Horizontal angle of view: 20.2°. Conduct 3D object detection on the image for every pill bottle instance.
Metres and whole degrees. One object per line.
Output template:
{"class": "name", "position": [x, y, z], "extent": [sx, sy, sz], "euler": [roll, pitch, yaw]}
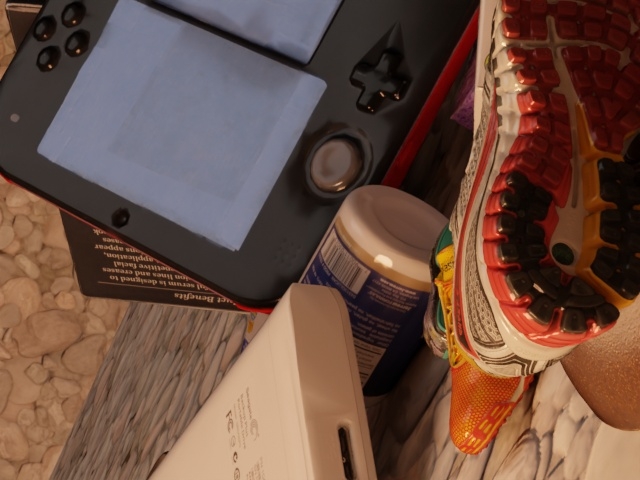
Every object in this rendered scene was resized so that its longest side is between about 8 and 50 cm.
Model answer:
{"class": "pill bottle", "position": [0.023, 0.054, 1.217], "extent": [0.169, 0.094, 0.094], "euler": [-60, 12, 28]}

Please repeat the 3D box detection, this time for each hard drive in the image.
{"class": "hard drive", "position": [-0.057, 0.219, 1.188], "extent": [0.353, 0.047, 0.233], "euler": [126, 143, -48]}

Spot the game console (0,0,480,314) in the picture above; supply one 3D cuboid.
{"class": "game console", "position": [-0.069, -0.147, 1.379], "extent": [0.387, 0.060, 0.342], "euler": [26, 91, 35]}

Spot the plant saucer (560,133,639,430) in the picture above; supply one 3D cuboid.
{"class": "plant saucer", "position": [0.179, -0.063, 0.833], "extent": [0.310, 0.050, 0.310], "euler": [-157, 90, -80]}

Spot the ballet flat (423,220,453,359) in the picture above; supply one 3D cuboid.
{"class": "ballet flat", "position": [0.084, 0.030, 1.126], "extent": [0.041, 0.041, 0.114], "euler": [-56, 13, 45]}

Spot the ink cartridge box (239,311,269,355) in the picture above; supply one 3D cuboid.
{"class": "ink cartridge box", "position": [0.000, 0.000, 1.465], "extent": [0.186, 0.065, 0.311], "euler": [-145, 72, -78]}

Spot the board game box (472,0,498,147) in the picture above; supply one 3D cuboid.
{"class": "board game box", "position": [0.121, -0.194, 1.029], "extent": [0.193, 0.053, 0.305], "euler": [77, -162, -74]}

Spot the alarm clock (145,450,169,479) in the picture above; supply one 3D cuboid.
{"class": "alarm clock", "position": [-0.151, 0.282, 1.673], "extent": [0.192, 0.064, 0.129], "euler": [-61, 11, 15]}

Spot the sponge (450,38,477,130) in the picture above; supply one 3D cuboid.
{"class": "sponge", "position": [0.154, -0.166, 1.231], "extent": [0.210, 0.031, 0.117], "euler": [-47, 21, 61]}

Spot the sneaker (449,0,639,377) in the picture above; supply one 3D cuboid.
{"class": "sneaker", "position": [0.097, -0.039, 0.810], "extent": [0.092, 0.088, 0.225], "euler": [126, 164, -54]}

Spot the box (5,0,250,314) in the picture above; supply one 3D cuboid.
{"class": "box", "position": [-0.128, -0.165, 1.738], "extent": [0.395, 0.212, 0.293], "euler": [84, -164, -49]}

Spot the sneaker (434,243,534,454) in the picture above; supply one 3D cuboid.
{"class": "sneaker", "position": [0.088, 0.041, 0.996], "extent": [0.064, 0.067, 0.175], "euler": [-51, 19, 49]}
